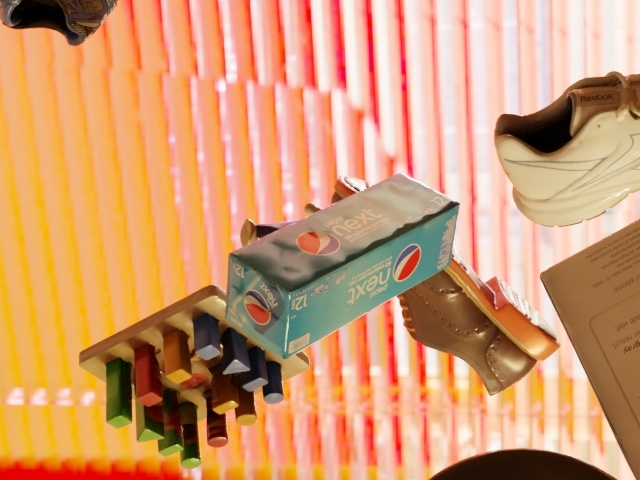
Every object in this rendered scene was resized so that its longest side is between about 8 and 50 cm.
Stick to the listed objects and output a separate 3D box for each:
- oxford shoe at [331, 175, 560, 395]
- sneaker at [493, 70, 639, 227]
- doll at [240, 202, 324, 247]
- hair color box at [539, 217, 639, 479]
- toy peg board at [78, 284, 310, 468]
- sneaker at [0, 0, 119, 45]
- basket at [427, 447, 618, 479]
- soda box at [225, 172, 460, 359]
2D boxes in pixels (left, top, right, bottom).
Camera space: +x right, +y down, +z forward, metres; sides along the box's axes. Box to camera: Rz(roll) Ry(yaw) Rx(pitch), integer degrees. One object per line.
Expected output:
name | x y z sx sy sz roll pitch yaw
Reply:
oxford shoe | 0.102 0.047 1.231 0.271 0.098 0.097 41 -166 -9
sneaker | 0.298 -0.104 1.190 0.129 0.297 0.111 45 -148 -45
doll | 0.000 0.000 1.575 0.129 0.189 0.046 -115 35 -45
hair color box | 0.315 0.139 0.937 0.105 0.174 0.347 34 -150 -55
toy peg board | -0.114 0.139 1.215 0.161 0.160 0.079 41 -150 -44
sneaker | -0.309 -0.257 1.266 0.083 0.221 0.087 111 176 -60
basket | 0.111 0.184 0.603 0.204 0.154 0.227 54 -179 30
soda box | 0.021 0.016 1.067 0.210 0.071 0.067 -26 -46 -40
